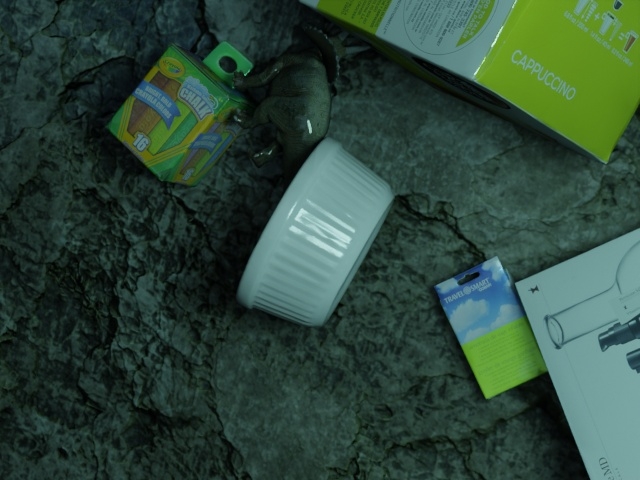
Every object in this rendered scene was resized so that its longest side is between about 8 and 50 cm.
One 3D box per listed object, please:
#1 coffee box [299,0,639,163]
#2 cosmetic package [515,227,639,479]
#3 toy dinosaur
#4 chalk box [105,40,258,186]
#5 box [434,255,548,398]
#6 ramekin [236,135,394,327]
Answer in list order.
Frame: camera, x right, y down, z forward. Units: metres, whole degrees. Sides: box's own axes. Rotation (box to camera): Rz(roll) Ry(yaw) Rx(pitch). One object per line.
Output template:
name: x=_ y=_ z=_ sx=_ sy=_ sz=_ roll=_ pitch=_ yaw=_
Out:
coffee box: x=0.247 y=-0.345 z=1.561 sx=0.334 sy=0.337 sz=0.338 roll=33 pitch=98 yaw=41
cosmetic package: x=0.453 y=0.171 z=1.593 sx=0.284 sy=0.097 sz=0.377 roll=-27 pitch=60 yaw=16
toy dinosaur: x=-0.039 y=-0.194 z=1.750 sx=0.160 sy=0.121 sz=0.313 roll=-17 pitch=48 yaw=36
chalk box: x=-0.193 y=-0.204 z=1.851 sx=0.132 sy=0.132 sz=0.213 roll=42 pitch=100 yaw=15
box: x=0.249 y=0.124 z=1.747 sx=0.109 sy=0.042 sz=0.178 roll=-27 pitch=80 yaw=14
ramekin: x=0.000 y=0.000 z=1.724 sx=0.127 sy=0.273 sz=0.273 roll=30 pitch=97 yaw=4
